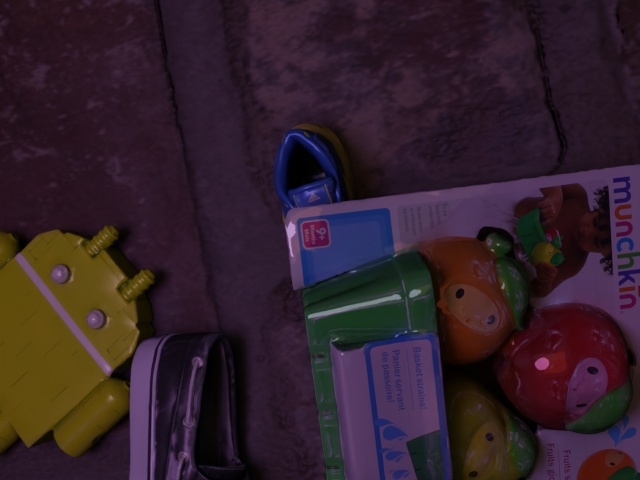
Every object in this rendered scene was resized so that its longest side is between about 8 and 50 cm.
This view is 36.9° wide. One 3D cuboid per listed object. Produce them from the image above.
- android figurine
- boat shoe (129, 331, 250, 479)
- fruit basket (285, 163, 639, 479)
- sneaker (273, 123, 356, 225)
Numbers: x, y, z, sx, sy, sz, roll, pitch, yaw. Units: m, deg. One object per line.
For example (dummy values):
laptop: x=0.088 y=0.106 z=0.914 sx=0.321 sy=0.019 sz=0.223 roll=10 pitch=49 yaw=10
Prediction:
android figurine: x=-0.291 y=0.101 z=1.016 sx=0.273 sy=0.056 sz=0.248 roll=-41 pitch=79 yaw=9
boat shoe: x=-0.115 y=0.243 z=0.938 sx=0.105 sy=0.113 sz=0.306 roll=-9 pitch=75 yaw=26
fruit basket: x=0.161 y=0.111 z=0.838 sx=0.353 sy=0.165 sz=0.327 roll=-5 pitch=104 yaw=5
sneaker: x=0.000 y=0.000 z=0.919 sx=0.091 sy=0.126 sz=0.240 roll=-19 pitch=82 yaw=11
